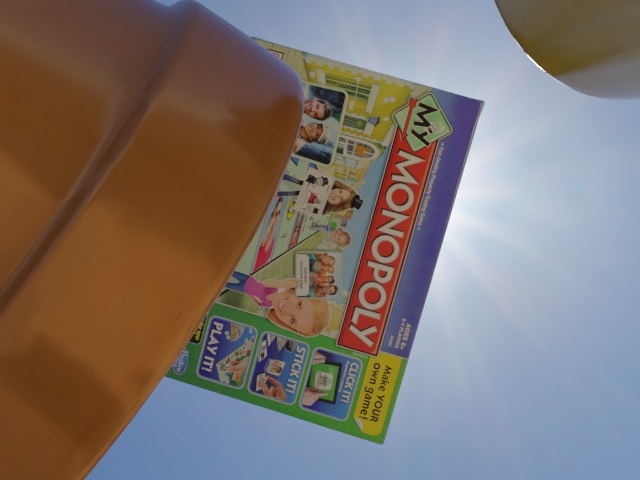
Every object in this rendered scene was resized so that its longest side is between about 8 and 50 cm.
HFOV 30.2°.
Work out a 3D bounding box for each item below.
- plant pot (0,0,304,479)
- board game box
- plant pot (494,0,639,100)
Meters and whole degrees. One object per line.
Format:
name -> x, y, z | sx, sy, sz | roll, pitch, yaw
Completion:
plant pot -> -0.176, -0.024, 0.516 | 0.203, 0.291, 0.291 | 39, -90, -19
board game box -> 0.000, 0.000, 1.058 | 0.213, 0.046, 0.317 | 16, -81, 8
plant pot -> 0.212, -0.179, 0.599 | 0.254, 0.239, 0.254 | 4, -100, -21
